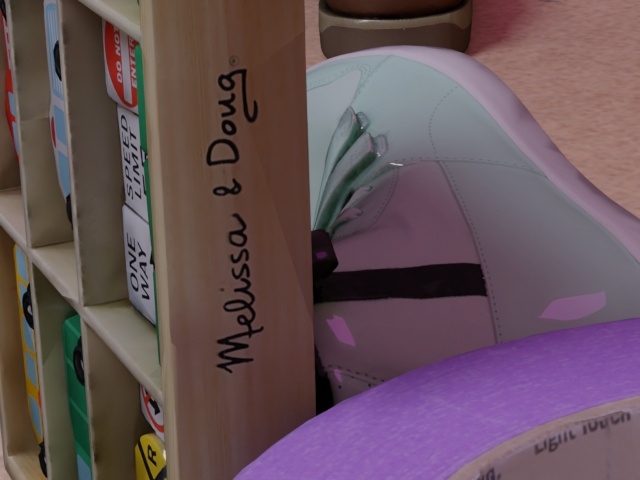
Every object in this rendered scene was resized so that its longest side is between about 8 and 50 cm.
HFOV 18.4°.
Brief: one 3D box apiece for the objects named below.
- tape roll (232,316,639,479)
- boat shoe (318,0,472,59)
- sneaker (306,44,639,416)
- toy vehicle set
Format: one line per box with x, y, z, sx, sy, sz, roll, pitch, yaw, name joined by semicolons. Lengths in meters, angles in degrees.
0.106;0.107;0.376;0.274;0.090;0.275;-1;21;1;tape roll
0.042;-0.189;1.107;0.110;0.104;0.307;-4;21;-4;boat shoe
0.000;0.000;0.639;0.151;0.094;0.256;-6;23;-25;sneaker
-0.052;-0.030;0.498;0.035;0.267;0.166;-11;22;-22;toy vehicle set
